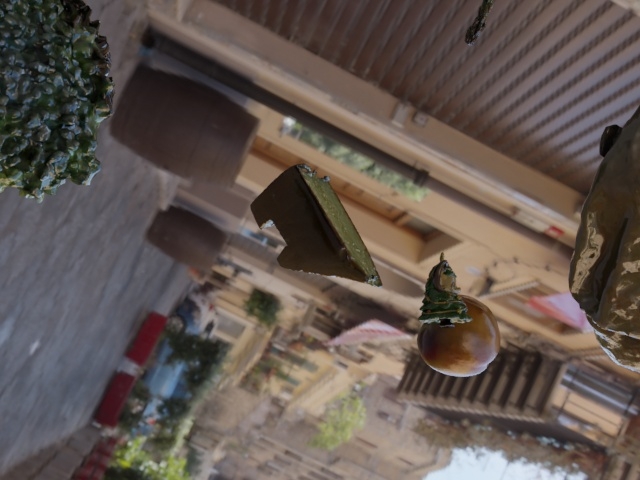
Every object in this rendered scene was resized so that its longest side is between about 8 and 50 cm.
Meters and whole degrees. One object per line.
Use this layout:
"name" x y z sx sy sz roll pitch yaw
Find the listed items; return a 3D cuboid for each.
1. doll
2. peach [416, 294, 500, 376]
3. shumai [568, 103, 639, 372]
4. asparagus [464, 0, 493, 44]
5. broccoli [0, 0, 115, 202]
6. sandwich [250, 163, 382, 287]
"doll" 0.176 0.080 1.273 0.076 0.113 0.078 -20 166 9
"peach" 0.232 0.163 1.401 0.138 0.138 0.138 -62 -174 11
"shumai" 0.335 0.030 0.463 0.262 0.314 0.267 50 -47 45
"asparagus" 0.251 -0.384 1.212 0.024 0.025 0.248 56 50 -66
"broccoli" -0.397 -0.150 0.928 0.281 0.293 0.348 0 -132 51
"sandwich" 0.000 0.000 1.431 0.128 0.236 0.122 -39 158 27
